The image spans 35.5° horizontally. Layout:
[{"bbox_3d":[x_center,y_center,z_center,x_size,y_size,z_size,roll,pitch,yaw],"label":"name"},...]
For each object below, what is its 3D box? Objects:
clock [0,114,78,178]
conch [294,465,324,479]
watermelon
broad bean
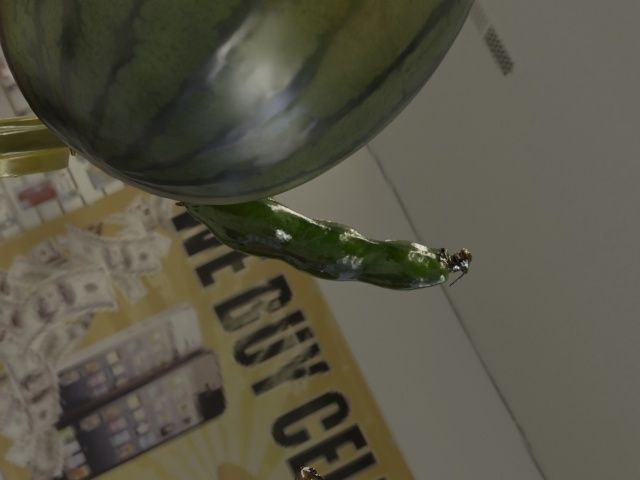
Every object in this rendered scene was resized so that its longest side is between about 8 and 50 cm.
[{"bbox_3d":[-0.297,-0.081,0.895,0.237,0.237,0.057,-159,-118,-74],"label":"clock"},{"bbox_3d":[0.017,0.264,0.655,0.080,0.086,0.232,93,-5,-85],"label":"conch"},{"bbox_3d":[-0.037,-0.192,0.621,0.279,0.359,0.279,36,-13,9],"label":"watermelon"},{"bbox_3d":[-0.001,0.003,0.858,0.065,0.255,0.046,108,-5,-46],"label":"broad bean"}]
